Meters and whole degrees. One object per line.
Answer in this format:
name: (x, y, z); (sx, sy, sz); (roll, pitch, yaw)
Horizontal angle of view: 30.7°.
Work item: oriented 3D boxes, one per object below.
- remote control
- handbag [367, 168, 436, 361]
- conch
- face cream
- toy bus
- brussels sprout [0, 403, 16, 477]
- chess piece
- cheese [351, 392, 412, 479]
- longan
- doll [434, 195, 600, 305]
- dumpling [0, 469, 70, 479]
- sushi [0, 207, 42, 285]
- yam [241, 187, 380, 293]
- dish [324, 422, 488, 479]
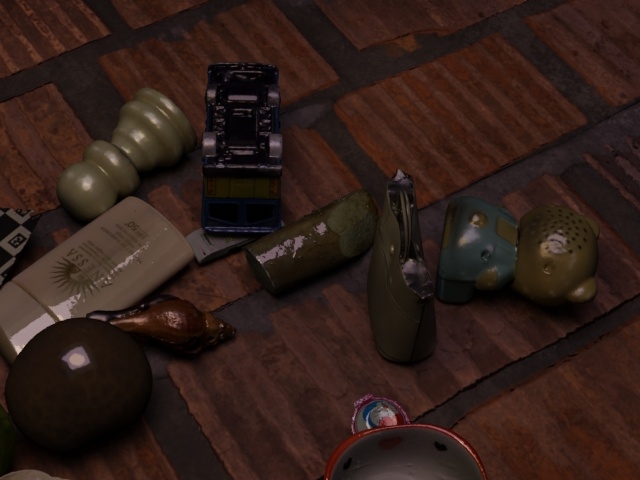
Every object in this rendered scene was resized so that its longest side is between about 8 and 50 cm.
remote control: (-0.147, -0.011, 2.007); (0.166, 0.029, 0.065); (-21, 51, -23)
handbag: (0.142, 0.033, 1.809); (0.109, 0.315, 0.241); (-3, 54, -8)
conch: (-0.247, 0.125, 1.845); (0.232, 0.080, 0.086); (23, 30, -11)
face cream: (-0.387, 0.072, 1.898); (0.173, 0.081, 0.348); (40, 60, 23)
toy bus: (-0.135, -0.164, 2.014); (0.138, 0.175, 0.288); (1, 45, -4)
brussels sprout: (-0.510, 0.295, 1.663); (0.143, 0.181, 0.162); (-7, 63, 3)
chess piece: (-0.350, -0.135, 2.033); (0.144, 0.144, 0.251); (33, 63, 20)
cheese: (0.102, 0.298, 1.777); (0.095, 0.038, 0.145); (-29, 71, -20)
longan: (-0.359, 0.211, 1.732); (0.212, 0.198, 0.198); (-27, 57, -2)
doll: (0.329, 0.018, 1.927); (0.260, 0.161, 0.177); (9, 51, 7)
dumpling: (-0.427, 0.414, 1.607); (0.250, 0.132, 0.162); (-33, 64, -25)
sushi: (-0.632, 0.019, 1.901); (0.290, 0.050, 0.264); (7, 51, 21)
yam: (0.000, 0.000, 1.964); (0.259, 0.106, 0.106); (-27, 59, -19)
dish: (0.121, 0.392, 1.659); (0.256, 0.117, 0.256); (1, 52, -1)
